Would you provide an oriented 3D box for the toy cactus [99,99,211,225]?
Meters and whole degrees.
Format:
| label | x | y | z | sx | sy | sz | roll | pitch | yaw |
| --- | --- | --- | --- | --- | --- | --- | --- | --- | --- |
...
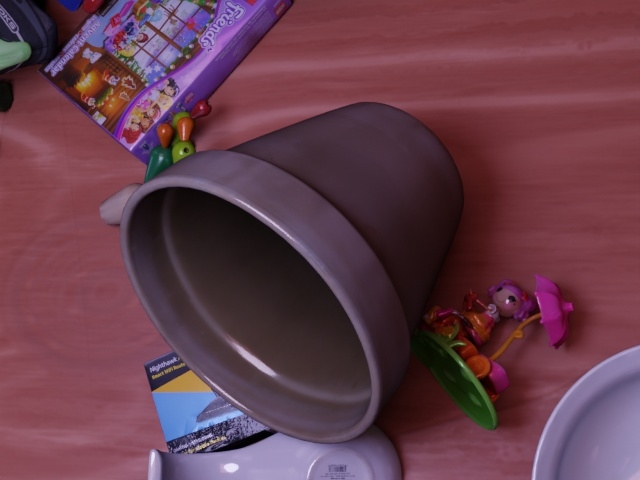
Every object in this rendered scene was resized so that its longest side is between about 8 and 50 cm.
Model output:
| label | x | y | z | sx | sy | sz | roll | pitch | yaw |
| --- | --- | --- | --- | --- | --- | --- | --- | --- | --- |
| toy cactus | -0.194 | -0.059 | 1.243 | 0.181 | 0.112 | 0.218 | -16 | 71 | 30 |

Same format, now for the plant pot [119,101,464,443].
| label | x | y | z | sx | sy | sz | roll | pitch | yaw |
| --- | --- | --- | --- | --- | --- | --- | --- | --- | --- |
| plant pot | 0.000 | 0.000 | 1.047 | 0.323 | 0.323 | 0.280 | 28 | 50 | 21 |

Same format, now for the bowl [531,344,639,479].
| label | x | y | z | sx | sy | sz | roll | pitch | yaw |
| --- | --- | --- | --- | --- | --- | --- | --- | --- | --- |
| bowl | 0.358 | 0.253 | 0.961 | 0.298 | 0.134 | 0.297 | -5 | 71 | 14 |

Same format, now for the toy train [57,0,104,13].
| label | x | y | z | sx | sy | sz | roll | pitch | yaw |
| --- | --- | --- | --- | --- | --- | --- | --- | --- | --- |
| toy train | -0.261 | -0.420 | 1.280 | 0.105 | 0.143 | 0.248 | 38 | 124 | -14 |

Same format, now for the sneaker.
| label | x | y | z | sx | sy | sz | roll | pitch | yaw |
| --- | --- | --- | --- | --- | --- | --- | --- | --- | --- |
| sneaker | -0.497 | -0.378 | 1.393 | 0.202 | 0.185 | 0.482 | -8 | 51 | -31 |

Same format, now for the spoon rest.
| label | x | y | z | sx | sy | sz | roll | pitch | yaw |
| --- | --- | --- | --- | --- | --- | --- | --- | --- | --- |
| spoon rest | -0.048 | 0.256 | 1.086 | 0.276 | 0.084 | 0.137 | 4 | 83 | -7 |

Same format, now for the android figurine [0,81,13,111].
| label | x | y | z | sx | sy | sz | roll | pitch | yaw |
| --- | --- | --- | --- | --- | --- | --- | --- | --- | --- |
| android figurine | -0.572 | -0.172 | 1.392 | 0.273 | 0.056 | 0.248 | 7 | 75 | 15 |

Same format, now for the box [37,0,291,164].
| label | x | y | z | sx | sy | sz | roll | pitch | yaw |
| --- | --- | --- | --- | --- | --- | --- | --- | --- | --- |
| box | -0.208 | -0.271 | 1.322 | 0.201 | 0.057 | 0.293 | 39 | 86 | 23 |

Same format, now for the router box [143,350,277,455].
| label | x | y | z | sx | sy | sz | roll | pitch | yaw |
| --- | --- | --- | --- | --- | --- | --- | --- | --- | --- |
| router box | -0.103 | 0.173 | 1.158 | 0.179 | 0.046 | 0.133 | -24 | 68 | 7 |

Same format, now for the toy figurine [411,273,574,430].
| label | x | y | z | sx | sy | sz | roll | pitch | yaw |
| --- | --- | --- | --- | --- | --- | --- | --- | --- | --- |
| toy figurine | 0.193 | 0.096 | 1.087 | 0.159 | 0.130 | 0.173 | -36 | 42 | -12 |
